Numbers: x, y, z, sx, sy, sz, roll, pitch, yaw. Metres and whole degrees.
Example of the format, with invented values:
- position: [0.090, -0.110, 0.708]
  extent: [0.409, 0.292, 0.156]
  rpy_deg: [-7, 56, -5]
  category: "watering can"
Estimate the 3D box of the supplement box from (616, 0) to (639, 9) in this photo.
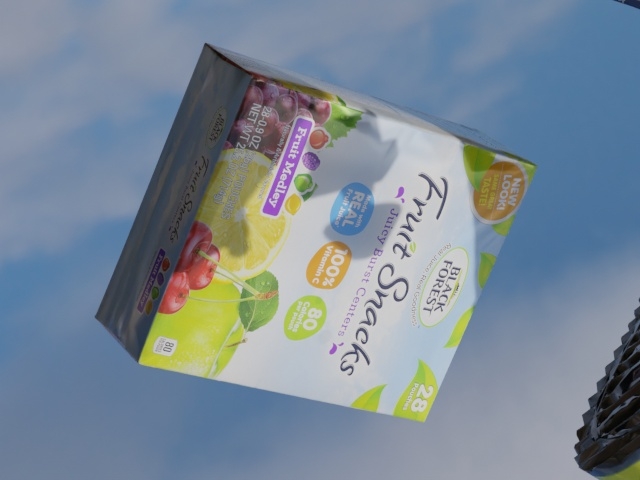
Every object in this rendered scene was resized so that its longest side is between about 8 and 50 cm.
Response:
- position: [0.187, -0.193, 1.136]
  extent: [0.056, 0.083, 0.083]
  rpy_deg: [21, -120, 17]
  category: "supplement box"

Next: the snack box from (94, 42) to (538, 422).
- position: [0.000, 0.000, 1.127]
  extent: [0.207, 0.174, 0.070]
  rpy_deg: [14, -165, -35]
  category: "snack box"

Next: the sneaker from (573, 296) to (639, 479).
- position: [0.122, 0.017, 0.446]
  extent: [0.069, 0.082, 0.209]
  rpy_deg: [-45, -174, 37]
  category: "sneaker"
